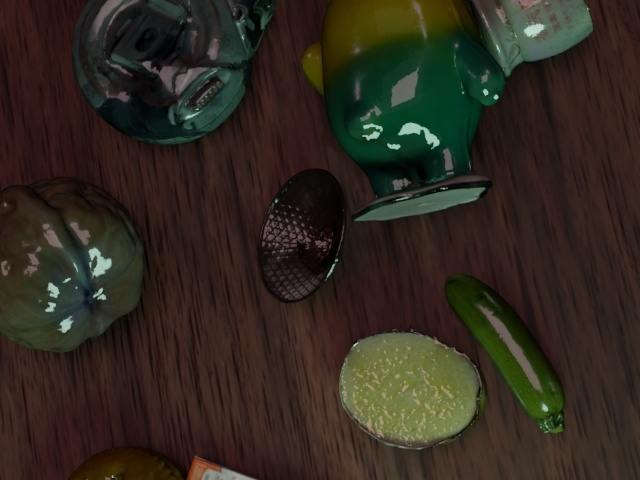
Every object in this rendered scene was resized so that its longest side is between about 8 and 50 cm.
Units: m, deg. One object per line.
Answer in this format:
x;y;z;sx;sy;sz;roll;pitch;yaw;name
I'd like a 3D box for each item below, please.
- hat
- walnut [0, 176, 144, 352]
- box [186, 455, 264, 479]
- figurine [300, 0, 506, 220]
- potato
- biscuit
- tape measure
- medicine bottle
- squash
0.000;0.000;1.780;0.193;0.082;0.193;-22;61;47;hat
-0.373;0.028;1.770;0.248;0.248;0.248;-2;79;11;walnut
-0.094;0.463;1.718;0.265;0.048;0.273;16;82;14;box
0.107;-0.210;1.715;0.324;0.231;0.340;-19;79;41;figurine
0.126;0.196;1.714;0.200;0.081;0.164;8;89;15;potato
-0.267;0.389;1.733;0.221;0.066;0.220;-7;74;26;biscuit
-0.227;-0.280;1.840;0.256;0.147;0.275;22;83;15;tape measure
0.282;-0.316;1.747;0.143;0.147;0.147;-25;75;6;medicine bottle
0.255;0.144;1.704;0.069;0.069;0.258;-36;75;2;squash
